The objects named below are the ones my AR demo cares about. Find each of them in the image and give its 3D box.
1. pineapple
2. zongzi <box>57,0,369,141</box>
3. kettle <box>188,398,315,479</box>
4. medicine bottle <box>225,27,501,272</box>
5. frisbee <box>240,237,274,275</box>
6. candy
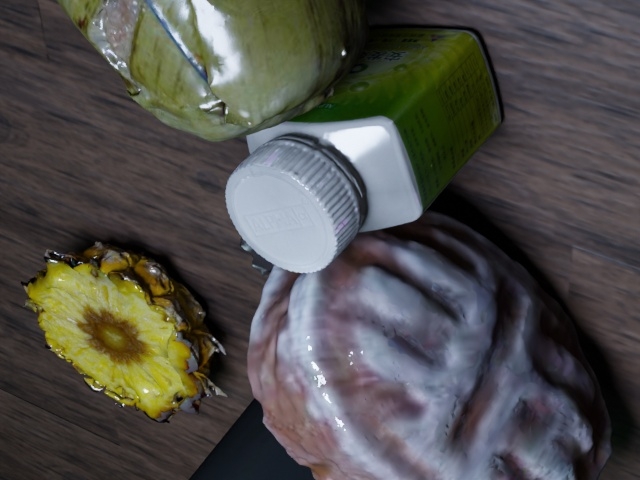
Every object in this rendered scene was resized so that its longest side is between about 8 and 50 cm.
[{"bbox_3d":[-0.180,0.078,1.424,0.225,0.076,0.225,23,139,21],"label":"pineapple"},{"bbox_3d":[-0.065,-0.279,0.900,0.356,0.174,0.393,53,137,17],"label":"zongzi"},{"bbox_3d":[-0.051,0.255,1.293,0.262,0.308,0.203,-11,116,44],"label":"kettle"},{"bbox_3d":[0.023,-0.066,1.035,0.132,0.188,0.088,5,128,36],"label":"medicine bottle"},{"bbox_3d":[0.000,0.000,1.255,0.187,0.012,0.211,-2,123,42],"label":"frisbee"},{"bbox_3d":[0.078,0.103,1.113,0.289,0.214,0.157,36,148,-23],"label":"candy"}]
